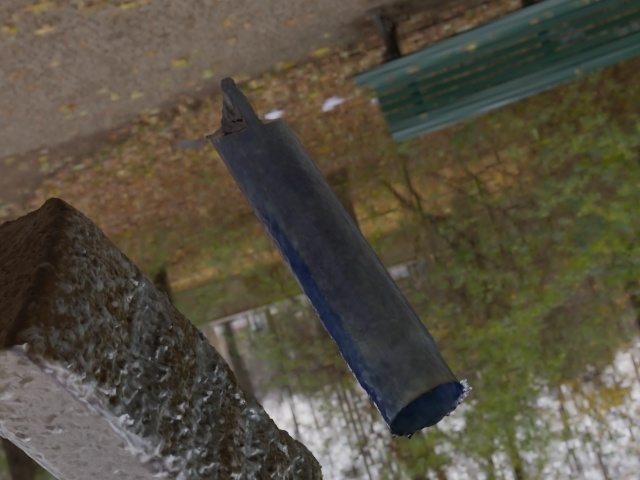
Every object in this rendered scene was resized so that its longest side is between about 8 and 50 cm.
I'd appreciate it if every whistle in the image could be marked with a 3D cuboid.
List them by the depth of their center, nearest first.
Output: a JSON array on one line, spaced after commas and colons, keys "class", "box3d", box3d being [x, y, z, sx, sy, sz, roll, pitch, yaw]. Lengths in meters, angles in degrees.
[{"class": "whistle", "box3d": [0.000, 0.000, 0.753, 0.062, 0.304, 0.062, -24, 148, -16]}]

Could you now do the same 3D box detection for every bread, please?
[{"class": "bread", "box3d": [-0.125, 0.154, 0.855, 0.113, 0.165, 0.416, -23, 130, 17]}]
